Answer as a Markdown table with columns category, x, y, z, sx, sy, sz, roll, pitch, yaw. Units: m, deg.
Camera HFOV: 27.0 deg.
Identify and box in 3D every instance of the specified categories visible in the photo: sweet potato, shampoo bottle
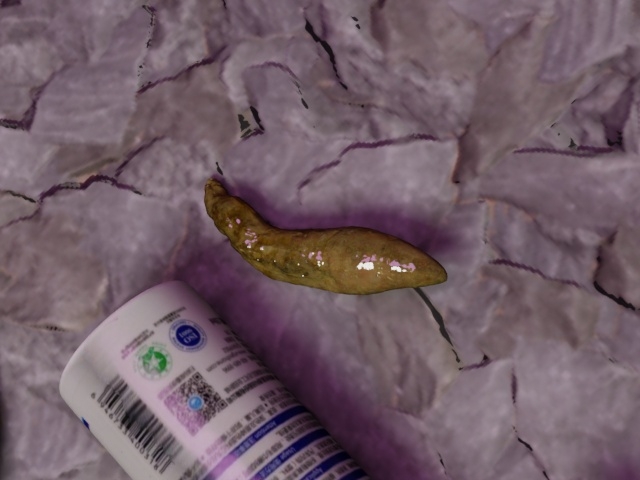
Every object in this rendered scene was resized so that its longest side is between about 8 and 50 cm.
| category | x | y | z | sx | sy | sz | roll | pitch | yaw |
| --- | --- | --- | --- | --- | --- | --- | --- | --- | --- |
| sweet potato | -0.004 | 0.005 | 0.712 | 0.153 | 0.038 | 0.041 | 18 | 65 | 25 |
| shampoo bottle | -0.001 | 0.154 | 0.661 | 0.092 | 0.092 | 0.303 | -46 | 75 | 4 |
